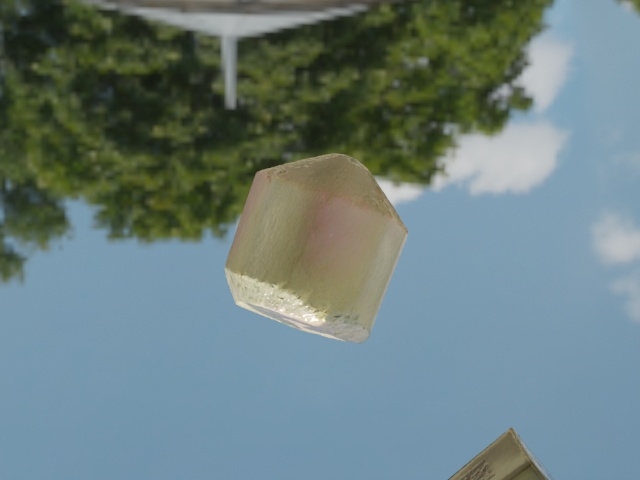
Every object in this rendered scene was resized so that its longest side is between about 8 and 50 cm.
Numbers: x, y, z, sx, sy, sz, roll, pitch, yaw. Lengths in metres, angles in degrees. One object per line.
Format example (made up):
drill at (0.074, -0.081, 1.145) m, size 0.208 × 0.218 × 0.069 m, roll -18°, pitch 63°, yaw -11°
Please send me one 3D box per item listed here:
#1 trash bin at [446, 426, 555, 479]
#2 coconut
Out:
trash bin at (0.055, 0.123, 0.573) m, size 0.092 × 0.061 × 0.043 m, roll -39°, pitch -165°, yaw 3°
coconut at (0.000, 0.000, 1.347) m, size 0.147 × 0.152 × 0.147 m, roll 17°, pitch 174°, yaw 2°
